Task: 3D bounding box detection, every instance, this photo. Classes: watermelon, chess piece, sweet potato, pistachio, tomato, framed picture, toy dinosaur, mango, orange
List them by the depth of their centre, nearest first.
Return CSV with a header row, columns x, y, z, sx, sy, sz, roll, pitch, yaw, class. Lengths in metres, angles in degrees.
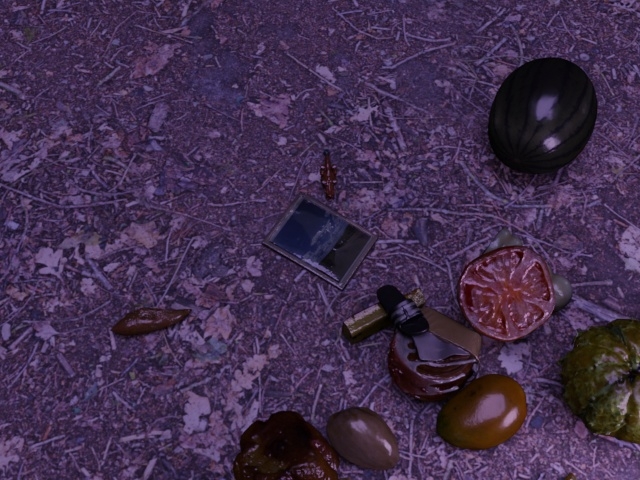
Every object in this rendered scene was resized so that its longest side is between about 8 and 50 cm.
x,y,z,sx,sy,sz,roll,pitch,yaw,class
0.101,0.452,1.816,0.186,0.108,0.126,31,72,5,pistachio
0.702,0.332,1.821,0.301,0.223,0.300,-14,52,-4,orange
0.378,0.405,1.837,0.221,0.120,0.151,-37,69,-10,mango
0.448,0.122,1.921,0.237,0.095,0.236,1,95,7,tomato
-0.421,0.197,1.978,0.206,0.060,0.068,-9,100,-16,sweet potato
0.523,0.087,2.008,0.243,0.133,0.133,37,68,12,chess piece
0.000,0.000,2.107,0.260,0.023,0.189,31,69,14,framed picture
0.605,-0.345,2.149,0.279,0.279,0.359,21,65,11,watermelon
0.023,-0.182,2.182,0.049,0.055,0.154,-4,70,1,toy dinosaur

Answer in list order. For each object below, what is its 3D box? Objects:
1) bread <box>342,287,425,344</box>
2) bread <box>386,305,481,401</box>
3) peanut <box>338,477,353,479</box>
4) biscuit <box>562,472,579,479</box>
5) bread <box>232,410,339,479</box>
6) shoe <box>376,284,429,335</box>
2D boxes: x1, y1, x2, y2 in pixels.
x,y,z,sx,sy,sz,roll,pitch,yaw,class
0.161,0.181,1.972,0.226,0.088,0.049,-26,63,-12,bread
0.267,0.279,1.899,0.224,0.142,0.212,28,52,17,bread
-0.001,0.610,1.737,0.229,0.103,0.098,-40,107,-20,peanut
0.600,0.648,1.765,0.139,0.016,0.231,-36,68,-19,biscuit
-0.081,0.496,1.746,0.232,0.135,0.247,-32,36,-14,bread
0.189,0.156,1.887,0.071,0.049,0.179,-27,45,-13,shoe
